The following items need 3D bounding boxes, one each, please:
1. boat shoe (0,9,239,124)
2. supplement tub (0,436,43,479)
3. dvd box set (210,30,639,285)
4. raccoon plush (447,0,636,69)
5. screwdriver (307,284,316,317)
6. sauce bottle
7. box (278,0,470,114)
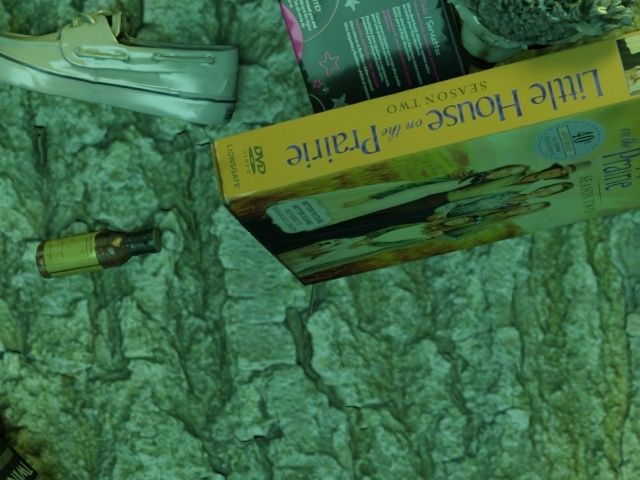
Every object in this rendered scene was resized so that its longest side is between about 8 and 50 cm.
[{"bbox_3d":[-0.209,-0.179,1.394,0.267,0.096,0.088,13,104,3],"label":"boat shoe"},{"bbox_3d":[-0.422,0.256,1.506,0.316,0.193,0.193,45,108,-7],"label":"supplement tub"},{"bbox_3d":[0.147,-0.065,1.265,0.420,0.307,0.062,-13,73,8],"label":"dvd box set"},{"bbox_3d":[0.196,-0.361,1.169,0.216,0.299,0.447,7,107,7],"label":"raccoon plush"},{"bbox_3d":[0.000,0.000,1.461,0.024,0.025,0.170,10,117,5],"label":"screwdriver"},{"bbox_3d":[-0.227,0.011,1.482,0.128,0.042,0.042,-9,105,9],"label":"sauce bottle"},{"bbox_3d":[0.039,-0.245,1.300,0.142,0.163,0.247,-15,104,11],"label":"box"}]
